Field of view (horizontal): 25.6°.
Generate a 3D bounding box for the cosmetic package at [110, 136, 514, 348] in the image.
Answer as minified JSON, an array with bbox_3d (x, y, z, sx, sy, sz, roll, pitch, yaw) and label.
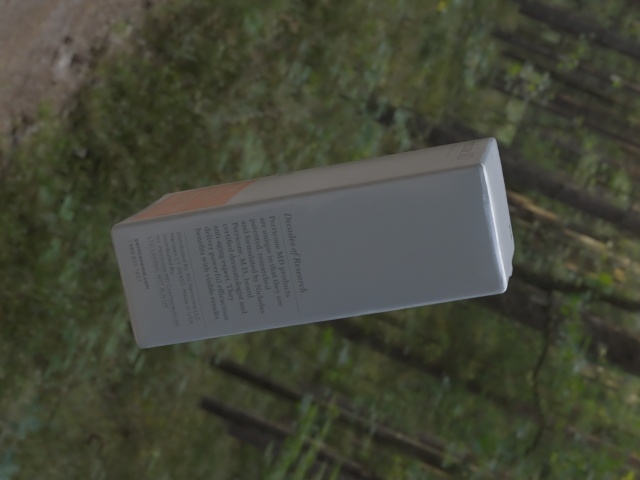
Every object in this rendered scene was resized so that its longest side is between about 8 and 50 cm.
[{"bbox_3d":[0.000,0.000,1.739,0.230,0.453,0.161,-50,130,-75],"label":"cosmetic package"}]
